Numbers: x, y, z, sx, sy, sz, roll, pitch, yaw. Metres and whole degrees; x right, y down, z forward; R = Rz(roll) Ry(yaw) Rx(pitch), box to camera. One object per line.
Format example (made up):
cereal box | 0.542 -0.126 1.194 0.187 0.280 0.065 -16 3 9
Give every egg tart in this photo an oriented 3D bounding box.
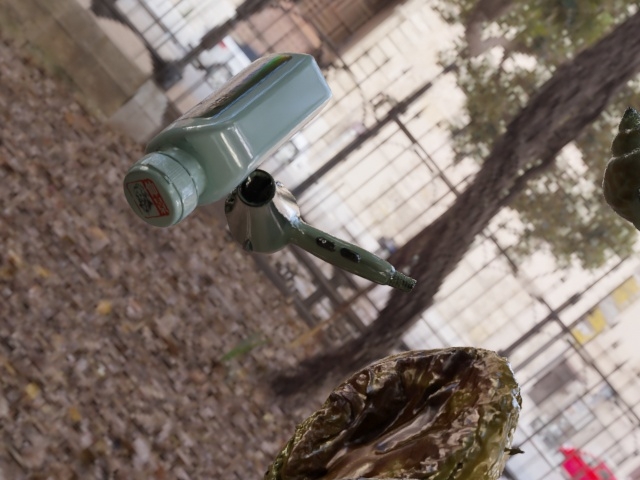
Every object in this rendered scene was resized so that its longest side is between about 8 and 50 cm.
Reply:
egg tart | 0.111 0.274 1.333 0.153 0.339 0.351 56 45 -23

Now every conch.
conch | 0.417 -0.062 1.344 0.173 0.106 0.116 48 10 25

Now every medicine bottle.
medicine bottle | -0.094 -0.097 1.039 0.121 0.229 0.083 -12 -64 43

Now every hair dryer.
hair dryer | -0.021 -0.014 1.167 0.225 0.088 0.219 22 -8 25

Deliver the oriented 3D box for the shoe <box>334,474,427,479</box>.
shoe | 0.041 0.194 0.711 0.064 0.143 0.071 43 51 -50
